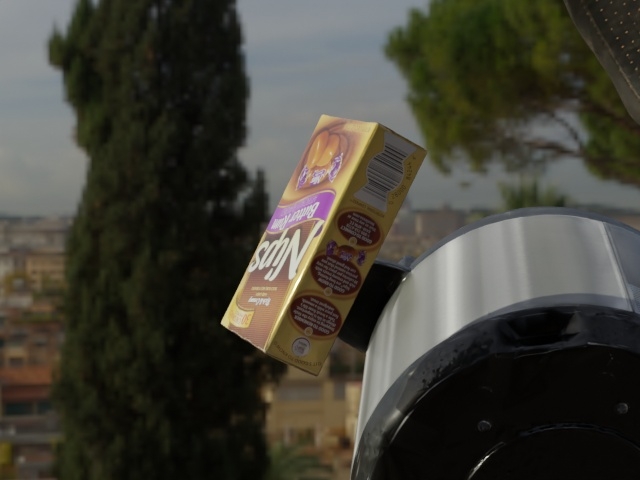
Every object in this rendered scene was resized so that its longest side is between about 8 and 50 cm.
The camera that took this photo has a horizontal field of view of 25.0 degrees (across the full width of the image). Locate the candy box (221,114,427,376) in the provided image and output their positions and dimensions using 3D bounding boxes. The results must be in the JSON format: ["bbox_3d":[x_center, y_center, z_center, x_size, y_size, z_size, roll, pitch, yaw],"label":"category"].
[{"bbox_3d":[0.000,0.000,1.090,0.053,0.186,0.109,25,-2,-23],"label":"candy box"}]

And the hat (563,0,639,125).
[{"bbox_3d":[0.265,-0.184,0.688,0.331,0.331,0.134,1,18,46],"label":"hat"}]

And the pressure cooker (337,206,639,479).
[{"bbox_3d":[0.220,0.167,1.350,0.376,0.369,0.420,-19,17,11],"label":"pressure cooker"}]
